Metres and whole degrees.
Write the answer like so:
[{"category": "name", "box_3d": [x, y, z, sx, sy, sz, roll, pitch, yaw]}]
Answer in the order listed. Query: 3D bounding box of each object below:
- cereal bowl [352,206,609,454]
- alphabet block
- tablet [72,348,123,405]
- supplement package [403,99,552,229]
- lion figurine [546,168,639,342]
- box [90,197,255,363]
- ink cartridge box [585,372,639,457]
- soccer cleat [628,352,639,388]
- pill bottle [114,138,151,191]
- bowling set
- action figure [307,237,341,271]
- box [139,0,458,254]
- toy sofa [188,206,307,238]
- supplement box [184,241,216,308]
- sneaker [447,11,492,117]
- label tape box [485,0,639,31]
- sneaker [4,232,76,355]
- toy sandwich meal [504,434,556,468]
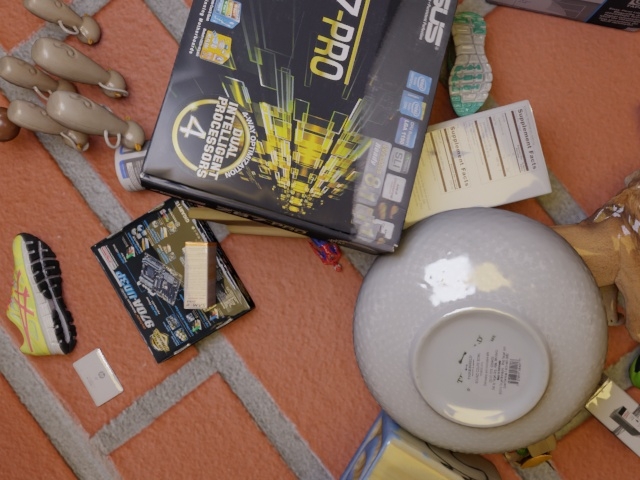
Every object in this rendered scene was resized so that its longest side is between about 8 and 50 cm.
[{"category": "cereal bowl", "box_3d": [0.201, 0.134, 0.807, 0.339, 0.141, 0.338, 3, 105, 11]}, {"category": "alphabet block", "box_3d": [0.134, 0.382, 0.896, 0.197, 0.192, 0.193, 30, 95, 4]}, {"category": "tablet", "box_3d": [-0.368, 0.226, 1.032, 0.054, 0.006, 0.083, -32, 88, 4]}, {"category": "supplement package", "box_3d": [0.186, -0.099, 0.914, 0.244, 0.139, 0.133, -14, 90, 4]}, {"category": "lion figurine", "box_3d": [0.349, 0.025, 0.892, 0.393, 0.142, 0.240, -7, 104, -2]}, {"category": "box", "box_3d": [-0.234, 0.058, 0.996, 0.175, 0.051, 0.220, -32, 88, 4]}, {"category": "ink cartridge box", "box_3d": [0.439, 0.256, 0.912, 0.135, 0.099, 0.056, 43, 95, 5]}, {"category": "soccer cleat", "box_3d": [0.516, 0.143, 0.917, 0.060, 0.072, 0.178, 25, 92, 5]}, {"category": "pill bottle", "box_3d": [-0.244, -0.124, 0.983, 0.137, 0.078, 0.078, -9, 89, 5]}, {"category": "bowling set", "box_3d": [-0.410, -0.223, 0.971, 0.200, 0.154, 0.286, -32, 63, 24]}, {"category": "action figure", "box_3d": [0.000, 0.000, 0.987, 0.038, 0.030, 0.115, -33, 89, 0]}, {"category": "box", "box_3d": [-0.017, -0.209, 0.785, 0.318, 0.097, 0.394, 17, 82, -13]}, {"category": "toy sofa", "box_3d": [-0.070, -0.188, 0.936, 0.150, 0.177, 0.362, 3, 86, 29]}, {"category": "supplement box", "box_3d": [-0.180, 0.051, 0.934, 0.036, 0.062, 0.098, 1, 89, 3]}, {"category": "sneaker", "box_3d": [0.219, -0.252, 0.932, 0.065, 0.076, 0.166, 6, 74, 4]}, {"category": "label tape box", "box_3d": [0.363, -0.391, 0.798, 0.241, 0.334, 0.105, 13, 91, 5]}, {"category": "sneaker", "box_3d": [-0.470, 0.092, 1.004, 0.094, 0.081, 0.208, -14, 89, 7]}, {"category": "toy sandwich meal", "box_3d": [0.321, 0.312, 0.957, 0.086, 0.029, 0.085, 0, 90, 5]}]
